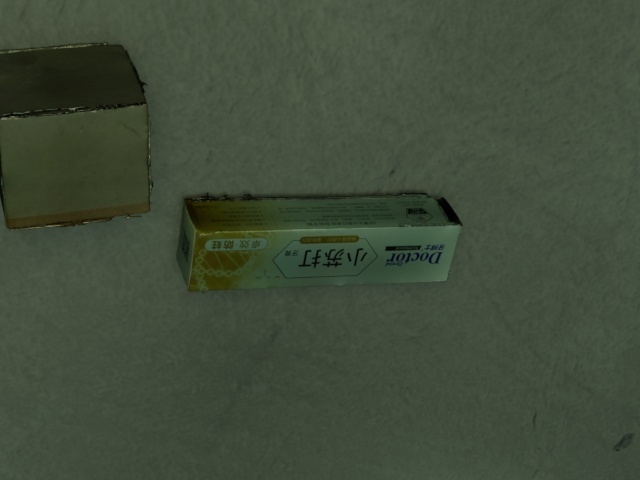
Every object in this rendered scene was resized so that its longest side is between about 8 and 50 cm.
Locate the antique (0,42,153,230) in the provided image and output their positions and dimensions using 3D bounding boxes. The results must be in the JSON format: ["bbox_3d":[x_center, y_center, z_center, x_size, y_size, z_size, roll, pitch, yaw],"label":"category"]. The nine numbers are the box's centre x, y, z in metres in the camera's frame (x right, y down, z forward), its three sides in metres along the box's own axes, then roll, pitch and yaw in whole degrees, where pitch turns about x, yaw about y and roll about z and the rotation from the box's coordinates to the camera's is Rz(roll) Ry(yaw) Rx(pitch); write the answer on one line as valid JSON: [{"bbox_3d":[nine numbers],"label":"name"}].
[{"bbox_3d":[-0.245,-0.097,1.316,0.146,0.152,0.148,-6,123,-16],"label":"antique"}]

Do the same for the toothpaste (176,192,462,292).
[{"bbox_3d":[0.000,0.000,1.514,0.312,0.071,0.089,-2,124,-20],"label":"toothpaste"}]
